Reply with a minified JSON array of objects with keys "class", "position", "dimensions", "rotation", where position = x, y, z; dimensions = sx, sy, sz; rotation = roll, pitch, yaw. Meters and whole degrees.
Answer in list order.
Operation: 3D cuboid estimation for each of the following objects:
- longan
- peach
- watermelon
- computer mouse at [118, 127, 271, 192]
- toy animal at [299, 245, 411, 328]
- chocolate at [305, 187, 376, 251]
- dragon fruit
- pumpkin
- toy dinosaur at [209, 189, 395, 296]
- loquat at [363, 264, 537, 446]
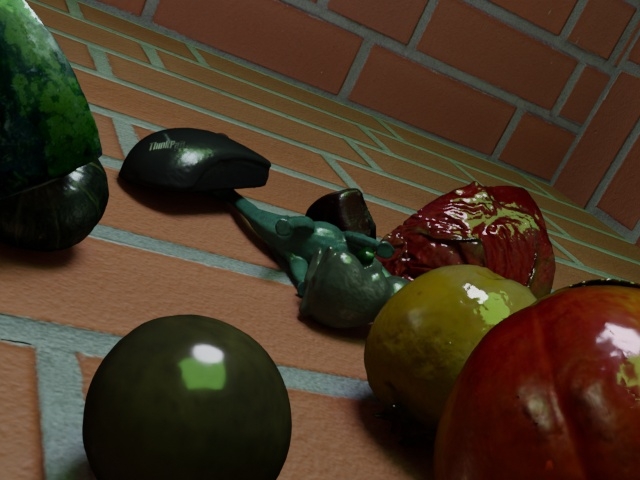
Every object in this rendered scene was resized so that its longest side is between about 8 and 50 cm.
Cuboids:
[{"class":"longan","position":[-0.110,0.164,0.660],"dimensions":[0.185,0.159,0.204],"rotation":[26,53,-32]},{"class":"peach","position":[0.262,0.224,0.663],"dimensions":[0.370,0.370,0.370],"rotation":[24,18,-8]},{"class":"watermelon","position":[-0.455,-0.186,0.859],"dimensions":[0.292,0.222,0.319],"rotation":[-28,51,-32]},{"class":"computer mouse","position":[-0.219,-0.145,1.358],"dimensions":[0.170,0.100,0.269],"rotation":[18,16,31]},{"class":"toy animal","position":[0.081,0.092,1.175],"dimensions":[0.236,0.138,0.108],"rotation":[30,-10,-20]},{"class":"chocolate","position":[0.036,-0.033,1.465],"dimensions":[0.080,0.125,0.148],"rotation":[-17,48,-41]},{"class":"dragon fruit","position":[0.256,0.062,1.474],"dimensions":[0.330,0.240,0.302],"rotation":[-1,55,-13]},{"class":"pumpkin","position":[-0.350,-0.063,0.976],"dimensions":[0.167,0.167,0.125],"rotation":[27,-25,3]},{"class":"toy dinosaur","position":[0.000,0.000,1.364],"dimensions":[0.383,0.129,0.331],"rotation":[21,10,-20]},{"class":"loquat","position":[0.168,0.150,0.956],"dimensions":[0.243,0.244,0.244],"rotation":[24,18,-8]}]
